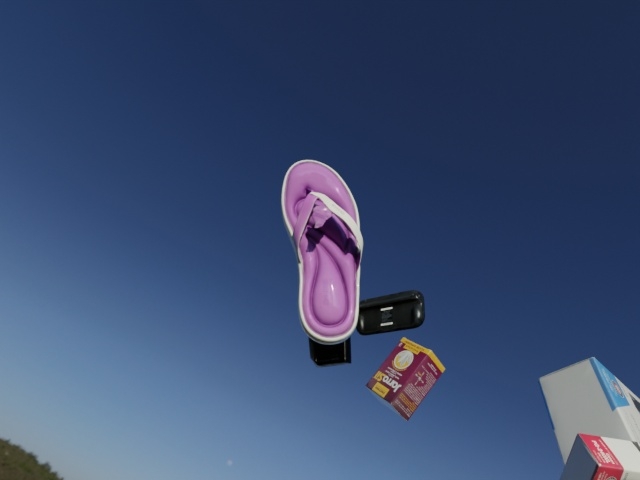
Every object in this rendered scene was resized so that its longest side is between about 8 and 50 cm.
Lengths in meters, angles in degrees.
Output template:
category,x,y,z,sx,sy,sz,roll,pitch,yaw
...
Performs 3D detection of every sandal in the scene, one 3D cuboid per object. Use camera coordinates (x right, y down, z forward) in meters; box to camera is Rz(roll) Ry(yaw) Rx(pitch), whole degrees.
category,x,y,z,sx,sy,sz,roll,pitch,yaw
sandal,0.015,-0.002,0.834,0.169,0.416,0.102,-7,-21,-9

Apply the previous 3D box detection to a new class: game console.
category,x,y,z,sx,sy,sz,roll,pitch,yaw
game console,0.117,0.229,1.118,0.361,0.213,0.044,-17,-32,31

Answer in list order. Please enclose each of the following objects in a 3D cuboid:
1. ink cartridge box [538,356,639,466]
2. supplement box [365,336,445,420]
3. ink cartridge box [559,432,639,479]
category,x,y,z,sx,sy,sz,roll,pitch,yaw
ink cartridge box,0.597,0.414,0.779,0.307,0.223,0.129,39,-58,-15
supplement box,0.108,0.174,0.512,0.043,0.083,0.055,51,-19,-25
ink cartridge box,0.446,0.354,0.582,0.150,0.063,0.109,8,-74,3
